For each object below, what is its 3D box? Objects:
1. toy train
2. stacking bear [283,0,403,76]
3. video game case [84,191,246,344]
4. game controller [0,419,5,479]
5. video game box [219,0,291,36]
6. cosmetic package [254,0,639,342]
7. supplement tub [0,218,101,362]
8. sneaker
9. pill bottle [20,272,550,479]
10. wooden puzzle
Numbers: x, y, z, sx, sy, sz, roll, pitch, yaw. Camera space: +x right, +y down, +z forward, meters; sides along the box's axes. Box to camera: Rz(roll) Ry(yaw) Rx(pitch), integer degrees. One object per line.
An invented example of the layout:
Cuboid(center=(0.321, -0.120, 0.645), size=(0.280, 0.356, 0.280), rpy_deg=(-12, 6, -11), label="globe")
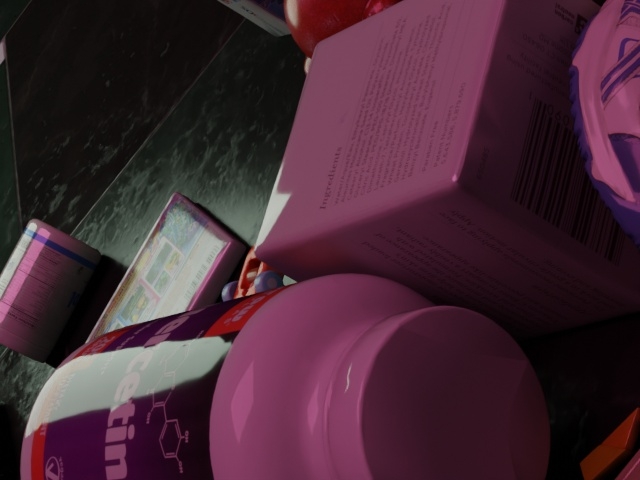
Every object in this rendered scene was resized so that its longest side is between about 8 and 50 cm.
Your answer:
Cuboid(center=(0.000, 0.000, 1.307), size=(0.166, 0.046, 0.125), rpy_deg=(-23, 47, 54), label="toy train")
Cuboid(center=(0.040, -0.242, 1.358), size=(0.175, 0.164, 0.289), rpy_deg=(-30, 45, 45), label="stacking bear")
Cuboid(center=(-0.125, 0.049, 1.493), size=(0.157, 0.019, 0.143), rpy_deg=(-60, 27, 3), label="video game case")
Cuboid(center=(-0.369, 0.276, 1.660), size=(0.319, 0.067, 0.166), rpy_deg=(-53, 14, 13), label="game controller")
Cuboid(center=(-0.061, -0.296, 1.531), size=(0.048, 0.187, 0.205), rpy_deg=(-5, 60, 62), label="video game box")
Cuboid(center=(0.087, -0.041, 1.080), size=(0.183, 0.151, 0.151), rpy_deg=(-18, 49, 51), label="cosmetic package")
Cuboid(center=(-0.239, 0.042, 1.634), size=(0.107, 0.071, 0.071), rpy_deg=(-63, 28, -3), label="supplement tub")
Cuboid(center=(0.212, -0.120, 0.991), size=(0.131, 0.112, 0.296), rpy_deg=(-30, 41, 44), label="sneaker")
Cuboid(center=(-0.024, 0.119, 1.083), size=(0.323, 0.181, 0.181), rpy_deg=(-17, 50, 53), label="pill bottle")
Cuboid(center=(0.168, 0.124, 0.940), size=(0.078, 0.014, 0.116), rpy_deg=(-54, 28, 21), label="wooden puzzle")
